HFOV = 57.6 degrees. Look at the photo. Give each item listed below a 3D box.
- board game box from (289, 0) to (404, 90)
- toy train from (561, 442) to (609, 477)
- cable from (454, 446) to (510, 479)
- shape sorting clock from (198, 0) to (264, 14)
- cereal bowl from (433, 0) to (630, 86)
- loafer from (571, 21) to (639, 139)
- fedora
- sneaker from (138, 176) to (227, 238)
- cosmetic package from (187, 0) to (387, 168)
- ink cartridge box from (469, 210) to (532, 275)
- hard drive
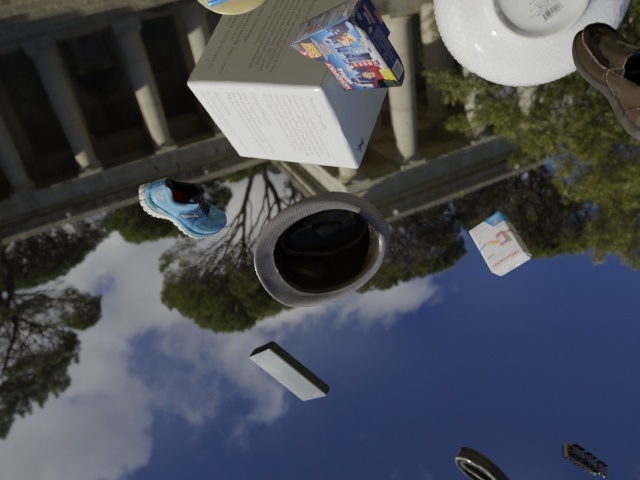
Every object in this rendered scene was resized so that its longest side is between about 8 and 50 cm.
[{"bbox_3d":[0.047,-0.383,1.151,0.194,0.194,0.060,10,-112,40],"label":"board game box"},{"bbox_3d":[0.471,0.393,1.040,0.036,0.158,0.027,-16,-131,41],"label":"toy train"},{"bbox_3d":[0.328,0.454,0.962,0.139,0.287,0.072,-1,-132,56],"label":"cable"},{"bbox_3d":[-0.175,-0.556,1.160,0.206,0.206,0.040,-4,-171,10],"label":"shape sorting clock"},{"bbox_3d":[0.367,-0.433,1.003,0.339,0.338,0.141,-3,-160,12],"label":"cereal bowl"},{"bbox_3d":[0.420,-0.233,0.784,0.080,0.078,0.220,-11,-125,-8],"label":"loafer"},{"bbox_3d":[0.000,0.000,1.196,0.276,0.243,0.124,-30,-153,9],"label":"fedora"},{"bbox_3d":[-0.200,-0.052,0.910,0.073,0.162,0.063,-24,-118,27],"label":"sneaker"},{"bbox_3d":[-0.066,-0.430,1.573,0.394,0.329,0.327,10,-114,25],"label":"cosmetic package"},{"bbox_3d":[0.419,0.008,1.356,0.088,0.052,0.122,-38,-121,25],"label":"ink cartridge box"},{"bbox_3d":[-0.057,0.238,1.052,0.022,0.135,0.094,-56,-168,-33],"label":"hard drive"}]
